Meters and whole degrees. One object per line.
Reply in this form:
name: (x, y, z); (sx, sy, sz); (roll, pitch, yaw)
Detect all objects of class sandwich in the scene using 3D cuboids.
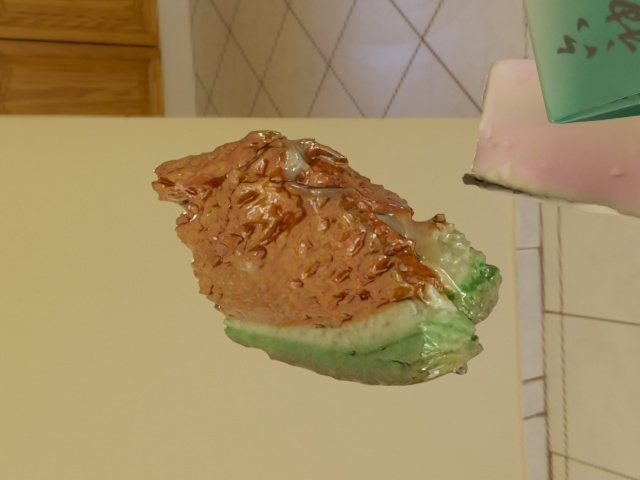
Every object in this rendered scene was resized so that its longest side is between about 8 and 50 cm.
sandwich: (0.007, 0.001, 0.476); (0.185, 0.109, 0.159); (-2, 119, 47)

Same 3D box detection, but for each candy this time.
candy: (0.287, -0.107, 0.824); (0.265, 0.116, 0.155); (18, 99, 53)

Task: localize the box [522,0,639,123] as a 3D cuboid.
box: (0.220, -0.161, 0.499); (0.092, 0.245, 0.153); (-10, 91, 43)
